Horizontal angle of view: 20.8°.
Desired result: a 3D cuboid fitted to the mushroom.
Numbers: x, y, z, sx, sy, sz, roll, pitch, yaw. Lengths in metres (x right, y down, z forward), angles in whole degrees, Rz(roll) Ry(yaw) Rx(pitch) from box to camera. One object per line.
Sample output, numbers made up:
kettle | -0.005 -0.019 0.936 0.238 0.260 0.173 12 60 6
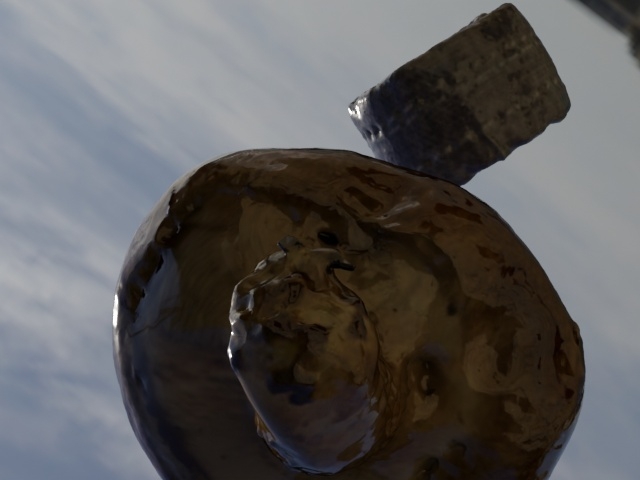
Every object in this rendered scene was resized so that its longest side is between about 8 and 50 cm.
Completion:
mushroom | -0.008 0.073 0.996 0.254 0.267 0.267 -12 -134 -45

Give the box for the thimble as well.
thimble | 0.101 -0.097 1.256 0.098 0.150 0.150 57 -168 -2
